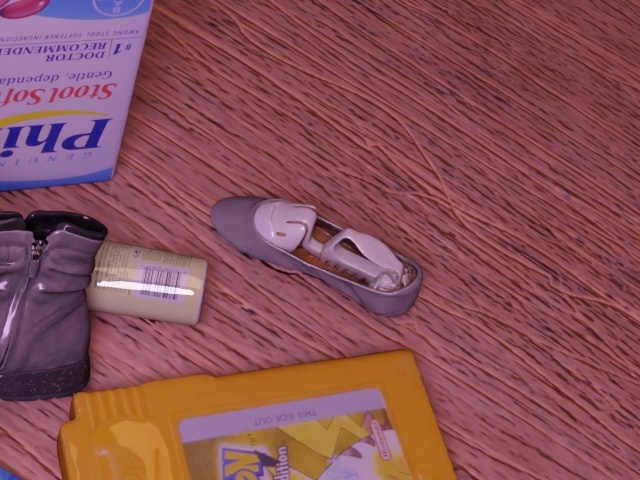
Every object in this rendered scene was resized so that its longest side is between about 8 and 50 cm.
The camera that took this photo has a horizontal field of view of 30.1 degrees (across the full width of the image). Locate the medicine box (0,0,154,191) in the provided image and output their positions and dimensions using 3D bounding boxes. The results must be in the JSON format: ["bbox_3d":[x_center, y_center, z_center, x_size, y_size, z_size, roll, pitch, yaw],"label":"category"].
[{"bbox_3d":[-0.296,-0.176,0.999,0.263,0.289,0.149,-8,58,-24],"label":"medicine box"}]

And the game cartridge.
[{"bbox_3d":[-0.033,0.236,0.961,0.323,0.053,0.285,-5,59,-24],"label":"game cartridge"}]

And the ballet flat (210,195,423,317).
[{"bbox_3d":[0.000,0.000,1.122,0.213,0.068,0.072,27,52,0],"label":"ballet flat"}]

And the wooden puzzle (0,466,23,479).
[{"bbox_3d":[-0.244,0.236,0.911,0.078,0.014,0.116,24,53,-8],"label":"wooden puzzle"}]

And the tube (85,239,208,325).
[{"bbox_3d":[-0.220,0.025,1.040,0.240,0.062,0.070,10,11,-7],"label":"tube"}]

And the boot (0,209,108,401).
[{"bbox_3d":[-0.289,0.050,0.920,0.246,0.161,0.083,-8,30,-28],"label":"boot"}]
